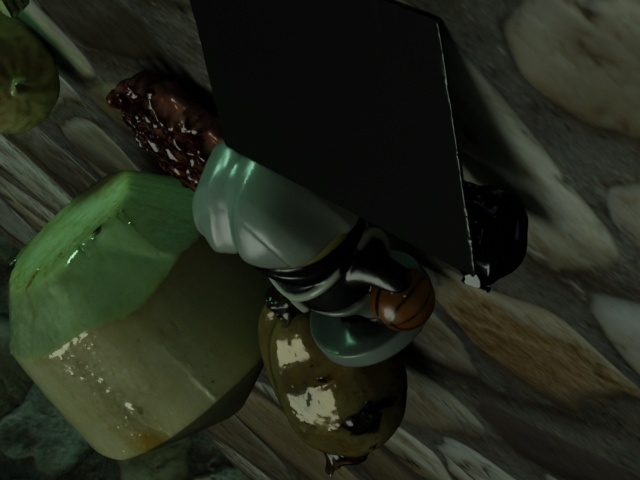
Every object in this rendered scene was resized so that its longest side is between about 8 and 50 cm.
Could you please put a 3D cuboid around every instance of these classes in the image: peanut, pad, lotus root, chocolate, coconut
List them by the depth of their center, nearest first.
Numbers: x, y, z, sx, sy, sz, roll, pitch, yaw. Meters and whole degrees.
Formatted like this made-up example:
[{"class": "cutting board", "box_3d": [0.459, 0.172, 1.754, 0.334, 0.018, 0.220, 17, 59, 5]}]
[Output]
[{"class": "pad", "box_3d": [-0.001, -0.108, 1.260, 0.299, 0.005, 0.202, 28, 140, 46]}, {"class": "chocolate", "box_3d": [0.092, -0.025, 1.271, 0.147, 0.072, 0.070, 43, 177, 23]}, {"class": "lotus root", "box_3d": [0.016, 0.135, 1.844, 0.154, 0.140, 0.257, 48, 165, 48]}, {"class": "peanut", "box_3d": [-0.388, -0.212, 1.947, 0.224, 0.129, 0.129, 41, 167, 8]}, {"class": "coconut", "box_3d": [-0.187, 0.090, 1.976, 0.323, 0.323, 0.323, 40, 167, 11]}]

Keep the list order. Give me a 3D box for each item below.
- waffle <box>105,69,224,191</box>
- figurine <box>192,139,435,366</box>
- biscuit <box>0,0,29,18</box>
[{"class": "waffle", "box_3d": [-0.113, -0.083, 1.713, 0.221, 0.055, 0.234, 38, 171, 11]}, {"class": "figurine", "box_3d": [0.000, 0.000, 1.479, 0.176, 0.133, 0.236, 15, 153, 45]}, {"class": "biscuit", "box_3d": [-0.364, -0.312, 1.746, 0.121, 0.040, 0.199, 38, 165, 27]}]
